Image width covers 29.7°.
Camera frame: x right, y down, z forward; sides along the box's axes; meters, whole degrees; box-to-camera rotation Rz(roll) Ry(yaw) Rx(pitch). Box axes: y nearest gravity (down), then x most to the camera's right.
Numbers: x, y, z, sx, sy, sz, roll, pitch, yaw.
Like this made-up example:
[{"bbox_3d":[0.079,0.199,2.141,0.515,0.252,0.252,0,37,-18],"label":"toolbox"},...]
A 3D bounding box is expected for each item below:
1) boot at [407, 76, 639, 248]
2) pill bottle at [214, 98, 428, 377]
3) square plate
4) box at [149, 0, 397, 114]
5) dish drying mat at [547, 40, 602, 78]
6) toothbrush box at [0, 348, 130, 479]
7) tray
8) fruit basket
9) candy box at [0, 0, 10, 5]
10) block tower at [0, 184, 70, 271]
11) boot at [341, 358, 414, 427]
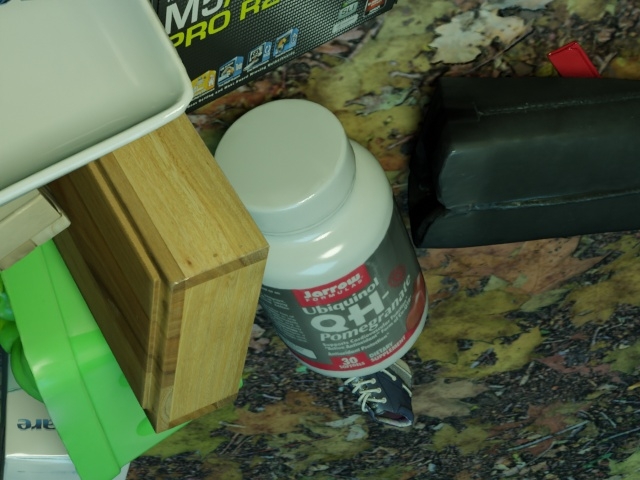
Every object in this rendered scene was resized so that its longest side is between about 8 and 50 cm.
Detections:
[{"bbox_3d":[0.309,-0.027,1.268,0.445,0.146,0.367,-8,136,-11],"label":"boot"},{"bbox_3d":[0.000,0.000,1.242,0.176,0.176,0.318,-14,146,9],"label":"pill bottle"},{"bbox_3d":[-0.287,-0.130,0.789,0.347,0.344,0.049,-28,154,2],"label":"square plate"},{"bbox_3d":[-0.035,-0.218,0.895,0.270,0.060,0.216,-32,157,-29],"label":"box"},{"bbox_3d":[0.256,-0.167,1.196,0.032,0.008,0.083,-23,143,24],"label":"dish drying mat"},{"bbox_3d":[-0.279,0.145,1.296,0.126,0.295,0.216,3,144,-15],"label":"toothbrush box"},{"bbox_3d":[-0.178,-0.081,0.884,0.076,0.411,0.203,-22,152,-24],"label":"tray"},{"bbox_3d":[-0.288,0.024,1.052,0.392,0.392,0.283,-6,146,-2],"label":"fruit basket"},{"bbox_3d":[-0.209,-0.327,0.637,0.122,0.268,0.317,-10,146,9],"label":"candy box"},{"bbox_3d":[-0.300,-0.103,0.887,0.097,0.335,0.091,-35,145,-4],"label":"block tower"},{"bbox_3d":[0.063,0.186,1.610,0.069,0.086,0.190,-31,140,31],"label":"boot"}]
